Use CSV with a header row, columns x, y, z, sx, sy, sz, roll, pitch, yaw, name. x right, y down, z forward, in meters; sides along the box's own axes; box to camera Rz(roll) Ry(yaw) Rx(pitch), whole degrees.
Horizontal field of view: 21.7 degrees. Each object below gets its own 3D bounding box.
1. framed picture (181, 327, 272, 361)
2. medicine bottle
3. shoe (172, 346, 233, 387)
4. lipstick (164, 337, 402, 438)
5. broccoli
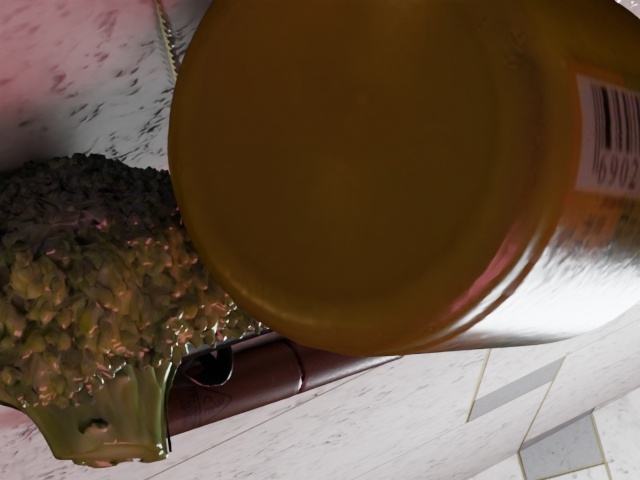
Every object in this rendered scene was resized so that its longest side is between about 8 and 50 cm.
x,y,z,sx,sy,sz,roll,pitch,yaw,name
0.000,0.000,1.276,0.347,0.016,0.265,-16,154,-33,framed picture
0.103,-0.049,0.970,0.224,0.224,0.384,-36,162,26,medicine bottle
-0.098,0.096,1.392,0.062,0.053,0.159,-20,159,-36,shoe
-0.072,0.129,1.523,0.357,0.057,0.057,-15,160,-35,lipstick
-0.130,0.037,0.950,0.198,0.176,0.226,-7,151,40,broccoli
